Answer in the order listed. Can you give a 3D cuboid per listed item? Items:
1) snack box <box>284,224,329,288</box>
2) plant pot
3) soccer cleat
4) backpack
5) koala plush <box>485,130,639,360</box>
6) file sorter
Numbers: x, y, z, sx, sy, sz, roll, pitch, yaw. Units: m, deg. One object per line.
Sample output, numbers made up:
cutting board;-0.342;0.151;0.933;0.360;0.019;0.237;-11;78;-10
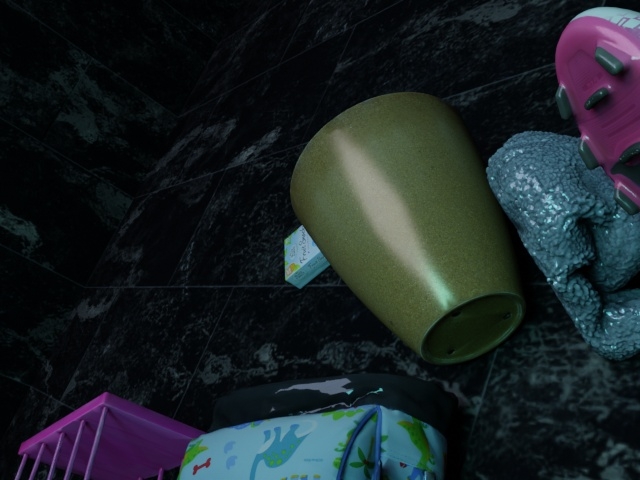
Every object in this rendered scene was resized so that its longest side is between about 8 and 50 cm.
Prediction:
snack box;0.000;0.000;1.079;0.141;0.037;0.100;-40;32;27
plant pot;0.116;0.004;0.746;0.237;0.237;0.254;-44;47;21
soccer cleat;0.302;-0.042;0.436;0.143;0.331;0.116;-36;-12;-11
backpack;-0.022;0.308;0.615;0.290;0.273;0.355;-14;61;31
koala plush;0.280;-0.049;0.574;0.221;0.203;0.196;-32;36;17
file sorter;-0.334;0.392;1.015;0.291;0.202;0.182;-33;38;36
